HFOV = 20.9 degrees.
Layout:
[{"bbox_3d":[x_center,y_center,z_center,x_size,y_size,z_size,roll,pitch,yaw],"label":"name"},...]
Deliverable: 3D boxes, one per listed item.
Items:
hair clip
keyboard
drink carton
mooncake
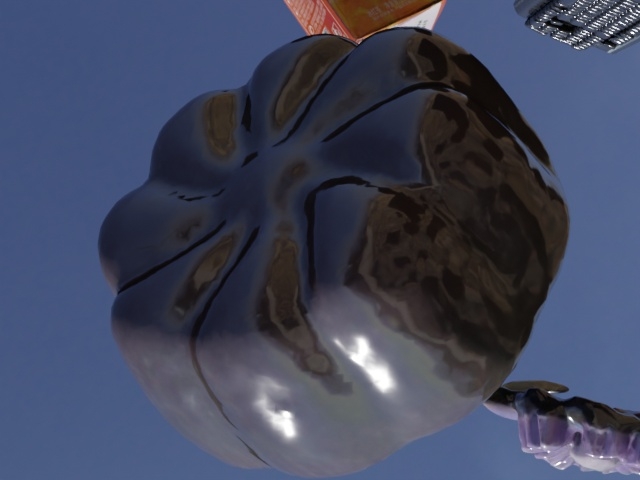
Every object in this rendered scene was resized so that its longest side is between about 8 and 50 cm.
[{"bbox_3d":[0.218,0.116,1.027,0.106,0.292,0.085,30,-111,-54],"label":"hair clip"},{"bbox_3d":[0.192,-0.159,1.190,0.093,0.230,0.025,21,-93,-3],"label":"keyboard"},{"bbox_3d":[-0.001,-0.245,1.383,0.096,0.071,0.223,-27,-106,-21],"label":"drink carton"},{"bbox_3d":[0.000,0.000,1.108,0.154,0.306,0.306,46,-143,-37],"label":"mooncake"}]
